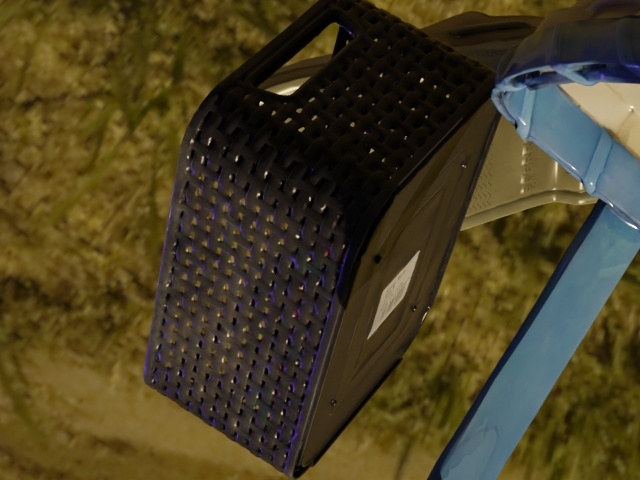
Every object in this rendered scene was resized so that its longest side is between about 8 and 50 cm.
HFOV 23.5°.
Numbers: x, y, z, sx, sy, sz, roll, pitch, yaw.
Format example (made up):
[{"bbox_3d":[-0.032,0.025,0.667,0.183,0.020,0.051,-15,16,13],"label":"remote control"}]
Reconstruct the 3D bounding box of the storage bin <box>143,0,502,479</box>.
[{"bbox_3d":[0.000,0.000,0.656,0.084,0.122,0.180,30,138,15],"label":"storage bin"}]

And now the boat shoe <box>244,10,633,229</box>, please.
[{"bbox_3d":[0.083,-0.074,0.917,0.302,0.103,0.113,-2,121,-17],"label":"boat shoe"}]

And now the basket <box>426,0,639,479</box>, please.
[{"bbox_3d":[0.152,0.005,0.466,0.201,0.289,0.255,30,171,-23],"label":"basket"}]
